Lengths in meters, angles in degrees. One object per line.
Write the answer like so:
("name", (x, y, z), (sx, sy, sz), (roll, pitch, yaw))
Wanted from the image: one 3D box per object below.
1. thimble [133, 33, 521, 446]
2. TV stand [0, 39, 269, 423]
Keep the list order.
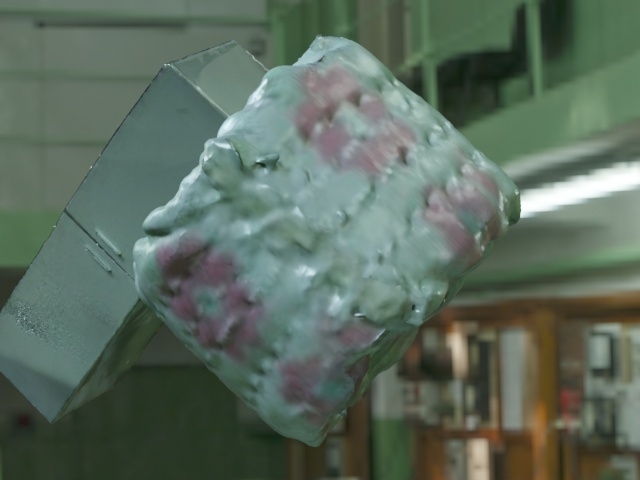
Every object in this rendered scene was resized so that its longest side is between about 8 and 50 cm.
("thimble", (0.000, 0.000, 1.013), (0.149, 0.185, 0.211), (43, 4, 5))
("TV stand", (-0.119, -0.003, 1.258), (0.269, 0.083, 0.088), (-53, -11, 30))
